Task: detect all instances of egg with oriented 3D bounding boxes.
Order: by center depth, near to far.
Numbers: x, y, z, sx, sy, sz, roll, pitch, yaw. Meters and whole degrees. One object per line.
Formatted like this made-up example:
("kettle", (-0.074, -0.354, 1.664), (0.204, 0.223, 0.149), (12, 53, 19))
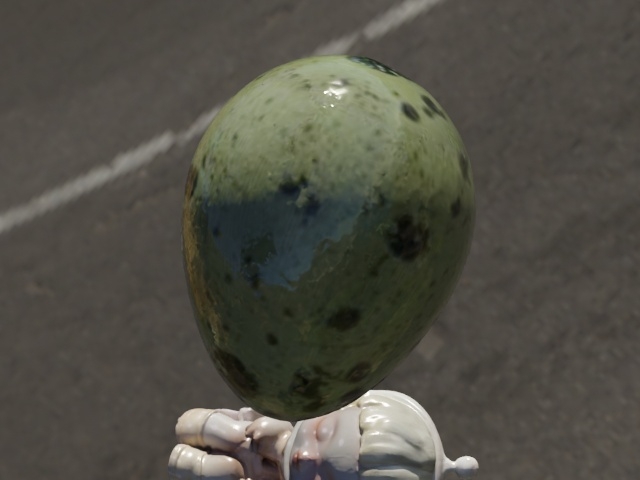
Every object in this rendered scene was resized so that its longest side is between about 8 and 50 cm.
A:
("egg", (0.000, 0.000, 1.070), (0.177, 0.177, 0.228), (-134, 59, -67))

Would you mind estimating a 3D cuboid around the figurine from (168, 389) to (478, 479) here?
("figurine", (0.006, 0.205, 1.515), (0.256, 0.144, 0.182), (-3, 48, 37))
